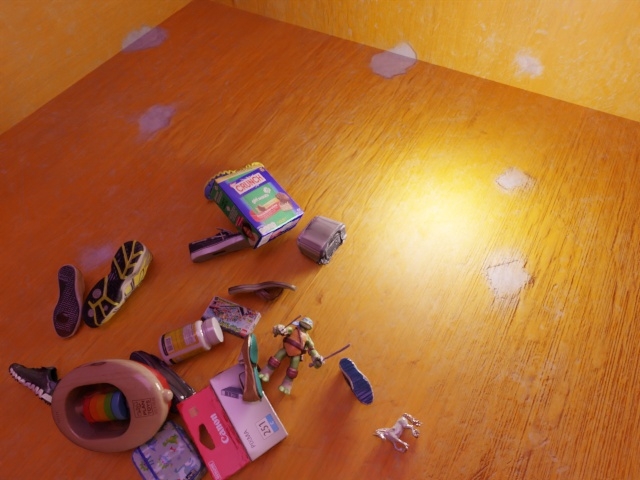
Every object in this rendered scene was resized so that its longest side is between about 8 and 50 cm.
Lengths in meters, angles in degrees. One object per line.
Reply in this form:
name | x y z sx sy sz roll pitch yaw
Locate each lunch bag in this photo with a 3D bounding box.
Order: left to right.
lunch bag | -0.490 0.720 1.353 0.176 0.090 0.219 -40 61 -17

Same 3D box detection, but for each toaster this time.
toaster | 0.000 0.000 1.783 0.146 0.129 0.227 26 63 24

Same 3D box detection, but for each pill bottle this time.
pill bottle | -0.480 0.371 1.556 0.208 0.119 0.119 -21 57 -4

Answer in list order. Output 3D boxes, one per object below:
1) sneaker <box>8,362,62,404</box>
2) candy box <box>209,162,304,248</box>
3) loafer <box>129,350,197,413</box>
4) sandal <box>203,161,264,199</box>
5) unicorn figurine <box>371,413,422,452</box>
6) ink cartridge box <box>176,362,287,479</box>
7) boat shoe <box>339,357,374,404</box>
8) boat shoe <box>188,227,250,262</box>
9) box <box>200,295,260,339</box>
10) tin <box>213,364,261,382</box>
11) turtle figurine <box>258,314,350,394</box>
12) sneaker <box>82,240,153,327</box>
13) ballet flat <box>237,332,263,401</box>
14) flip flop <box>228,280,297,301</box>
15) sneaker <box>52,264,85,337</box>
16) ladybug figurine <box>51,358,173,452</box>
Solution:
sneaker | -1.039 0.504 1.545 0.234 0.078 0.106 27 59 16
candy box | -0.274 -0.157 1.807 0.317 0.122 0.268 48 47 10
loafer | -0.571 0.503 1.514 0.302 0.109 0.095 34 21 24
sandal | -0.401 -0.266 1.994 0.317 0.126 0.138 -24 62 -10
unicorn figurine | 0.254 0.639 1.380 0.111 0.060 0.162 39 50 26
ink cartridge box | -0.295 0.594 1.384 0.261 0.066 0.296 -27 68 -26
boat shoe | 0.129 0.500 1.470 0.066 0.066 0.183 -23 52 -14
boat shoe | -0.422 0.001 1.818 0.306 0.113 0.105 -21 71 1
box | -0.354 0.305 1.652 0.207 0.036 0.114 18 59 15
tin | -0.302 0.511 1.511 0.190 0.040 0.106 -21 53 -11
turtle figurine | -0.095 0.393 1.460 0.275 0.198 0.266 12 68 54
sneaker | -0.812 0.191 1.710 0.145 0.147 0.384 30 81 19
ballet flat | -0.248 0.429 1.419 0.073 0.080 0.232 -16 58 5
flip flop | -0.232 0.209 1.679 0.277 0.112 0.080 -5 82 -2
sneaker | -1.010 0.250 1.710 0.106 0.123 0.290 0 77 -8
ladybug figurine | -0.678 0.535 1.396 0.449 0.162 0.305 -9 92 15
